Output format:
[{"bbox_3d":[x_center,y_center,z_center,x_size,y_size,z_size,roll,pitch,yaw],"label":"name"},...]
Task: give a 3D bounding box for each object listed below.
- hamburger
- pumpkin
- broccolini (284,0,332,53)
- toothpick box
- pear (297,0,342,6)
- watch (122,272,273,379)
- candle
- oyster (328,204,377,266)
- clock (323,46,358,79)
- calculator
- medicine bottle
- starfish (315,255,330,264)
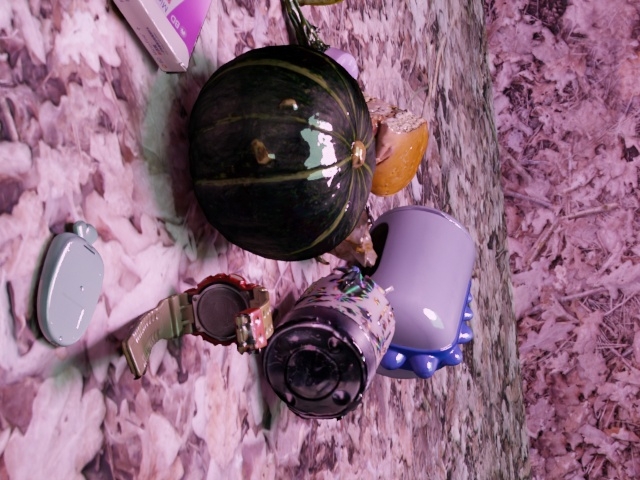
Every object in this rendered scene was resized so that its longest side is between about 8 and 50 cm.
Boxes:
[{"bbox_3d":[0.111,-0.183,1.778,0.282,0.155,0.245,-50,157,-51],"label":"hamburger"},{"bbox_3d":[-0.049,-0.127,1.380,0.323,0.241,0.323,-7,90,-68],"label":"pumpkin"},{"bbox_3d":[-0.034,-0.414,1.703,0.058,0.074,0.201,-39,122,-43],"label":"broccolini"},{"bbox_3d":[0.185,0.125,1.893,0.354,0.263,0.263,-68,147,-44],"label":"toothpick box"},{"bbox_3d":[0.026,-0.637,1.663,0.342,0.238,0.318,59,43,-49],"label":"pear"},{"bbox_3d":[-0.145,0.111,1.183,0.268,0.165,0.102,-91,174,-82],"label":"watch"},{"bbox_3d":[0.034,0.155,1.613,0.330,0.187,0.187,-49,131,-61],"label":"candle"},{"bbox_3d":[0.014,-0.095,1.638,0.337,0.133,0.198,64,-5,-34],"label":"oyster"},{"bbox_3d":[0.006,-0.272,1.709,0.172,0.064,0.198,-53,163,-39],"label":"clock"},{"bbox_3d":[-0.283,0.046,1.072,0.095,0.021,0.153,53,43,-54],"label":"calculator"},{"bbox_3d":[-0.221,-0.350,1.250,0.201,0.052,0.171,58,36,-46],"label":"medicine bottle"},{"bbox_3d":[0.000,0.000,1.763,0.078,0.028,0.091,60,31,-58],"label":"starfish"}]
